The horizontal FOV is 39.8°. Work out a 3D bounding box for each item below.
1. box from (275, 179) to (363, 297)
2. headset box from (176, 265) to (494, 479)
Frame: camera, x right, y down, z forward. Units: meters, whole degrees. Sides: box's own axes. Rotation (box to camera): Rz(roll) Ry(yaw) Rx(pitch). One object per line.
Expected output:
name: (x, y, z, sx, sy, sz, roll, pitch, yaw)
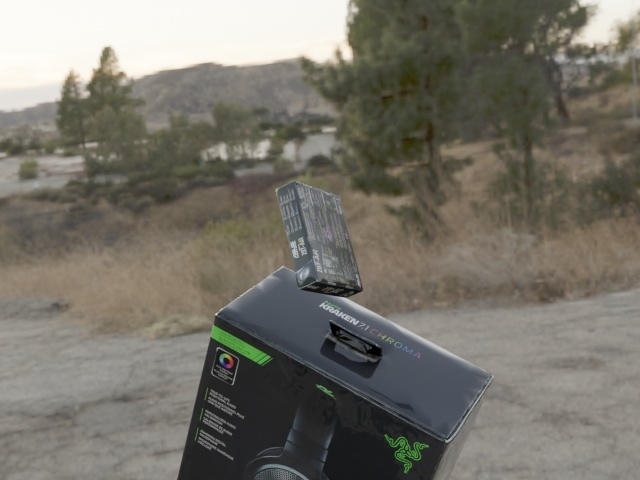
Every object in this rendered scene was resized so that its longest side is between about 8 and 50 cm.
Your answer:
box: (0.000, 0.000, 0.684, 0.018, 0.083, 0.067, -24, -21, 29)
headset box: (0.006, 0.197, 0.877, 0.246, 0.283, 0.131, 27, 30, 18)
